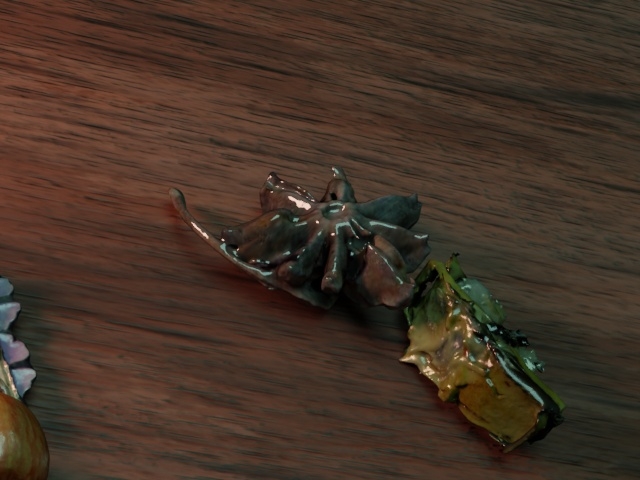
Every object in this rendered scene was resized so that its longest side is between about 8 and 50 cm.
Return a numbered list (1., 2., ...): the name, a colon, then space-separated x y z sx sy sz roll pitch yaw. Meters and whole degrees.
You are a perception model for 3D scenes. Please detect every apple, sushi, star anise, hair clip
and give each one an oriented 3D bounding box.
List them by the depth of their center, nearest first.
1. apple: -0.379 0.237 1.367 0.146 0.146 0.131 1 63 -17
2. hair clip: -0.416 0.100 1.511 0.106 0.084 0.292 -3 57 -38
3. sushi: 0.207 0.157 1.656 0.131 0.139 0.291 -8 54 -48
4. star anise: 0.000 0.000 1.711 0.316 0.139 0.359 -16 43 -37
